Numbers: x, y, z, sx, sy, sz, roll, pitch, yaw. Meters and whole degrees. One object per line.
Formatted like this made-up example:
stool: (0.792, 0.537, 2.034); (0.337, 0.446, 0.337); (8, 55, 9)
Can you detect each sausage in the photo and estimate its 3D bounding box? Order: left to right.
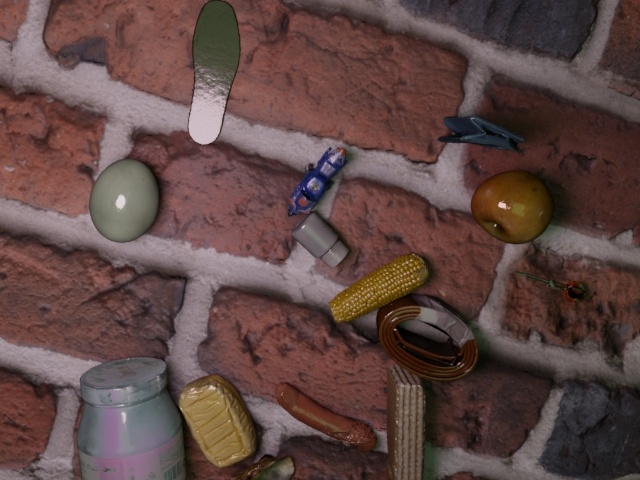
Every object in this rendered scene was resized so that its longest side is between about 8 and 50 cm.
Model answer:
sausage: (0.011, 0.455, 1.500); (0.304, 0.078, 0.078); (29, 98, -7)

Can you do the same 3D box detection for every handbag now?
handbag: (0.356, -0.234, 1.311); (0.144, 0.221, 0.057); (14, 98, -5)

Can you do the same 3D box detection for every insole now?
insole: (-0.248, -0.383, 1.353); (0.111, 0.007, 0.328); (9, 100, -4)

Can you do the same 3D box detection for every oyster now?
oyster: (-0.250, 0.665, 1.481); (0.396, 0.204, 0.111); (-38, 64, 2)

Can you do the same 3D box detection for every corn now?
corn: (0.142, 0.117, 1.433); (0.260, 0.091, 0.091); (-27, 142, 2)

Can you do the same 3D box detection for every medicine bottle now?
medicine bottle: (-0.449, 0.443, 1.386); (0.244, 0.245, 0.290); (-5, 99, -3)
medicine bottle: (0.000, 0.000, 1.406); (0.080, 0.080, 0.130); (-44, 101, 5)

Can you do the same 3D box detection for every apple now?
apple: (0.454, -0.081, 1.377); (0.182, 0.182, 0.155); (44, 78, -10)

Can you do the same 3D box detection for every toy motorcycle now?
toy motorcycle: (-0.012, -0.132, 1.362); (0.076, 0.114, 0.205); (38, 97, -9)

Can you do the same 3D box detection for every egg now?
egg: (-0.440, -0.089, 1.325); (0.149, 0.149, 0.192); (12, 97, -6)

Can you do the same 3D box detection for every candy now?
candy: (0.583, 0.109, 1.490); (0.184, 0.049, 0.056); (19, 92, 1)

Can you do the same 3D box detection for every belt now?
belt: (0.264, 0.236, 1.459); (0.261, 0.105, 0.184); (22, 101, -4)

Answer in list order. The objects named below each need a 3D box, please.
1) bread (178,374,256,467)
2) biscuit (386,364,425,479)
bread: (-0.253, 0.443, 1.464); (0.139, 0.106, 0.236); (-24, 101, 3)
biscuit: (0.213, 0.537, 1.498); (0.078, 0.144, 0.426); (-1, 99, -5)
